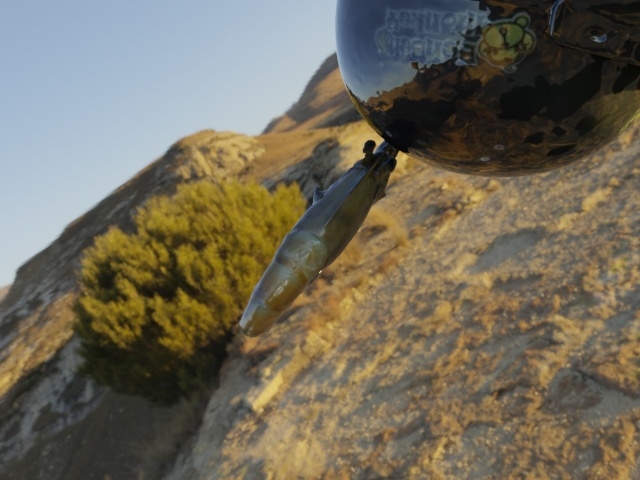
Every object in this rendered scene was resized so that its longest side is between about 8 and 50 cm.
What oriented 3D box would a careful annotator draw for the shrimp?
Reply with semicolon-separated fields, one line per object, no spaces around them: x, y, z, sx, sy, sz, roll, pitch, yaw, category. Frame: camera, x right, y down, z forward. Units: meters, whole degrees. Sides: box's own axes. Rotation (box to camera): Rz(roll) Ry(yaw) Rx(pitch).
0.000;0.000;0.590;0.217;0.051;0.150;-51;-7;-13;shrimp

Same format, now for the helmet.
0.134;-0.126;0.488;0.230;0.278;0.160;-22;-51;-58;helmet
